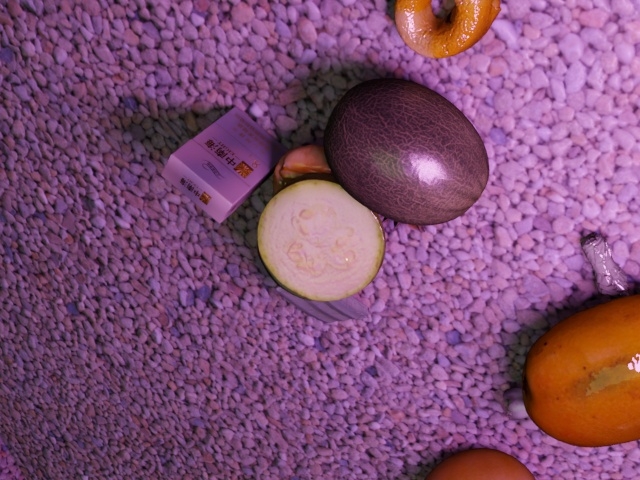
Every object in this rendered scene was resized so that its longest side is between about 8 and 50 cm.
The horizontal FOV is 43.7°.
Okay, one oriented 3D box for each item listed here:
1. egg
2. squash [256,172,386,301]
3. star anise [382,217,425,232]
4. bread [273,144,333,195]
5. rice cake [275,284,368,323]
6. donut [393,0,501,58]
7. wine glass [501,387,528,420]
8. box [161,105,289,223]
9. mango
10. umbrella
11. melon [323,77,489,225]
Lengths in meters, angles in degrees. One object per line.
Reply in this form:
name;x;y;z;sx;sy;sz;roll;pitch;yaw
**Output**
egg;0.344;0.597;1.775;0.250;0.250;0.322;44;137;-3
squash;0.000;0.000;1.540;0.252;0.049;0.252;4;111;10
star anise;0.151;-0.073;1.581;0.129;0.056;0.124;8;121;5
bread;-0.011;-0.059;1.633;0.172;0.121;0.311;13;125;9
rice cake;0.006;0.128;1.713;0.127;0.043;0.237;-8;153;28
donut;0.204;-0.394;1.346;0.190;0.075;0.174;-32;101;38
wine glass;0.463;0.331;1.666;0.155;0.072;0.072;-17;110;33
box;-0.184;-0.155;1.587;0.155;0.243;0.067;38;131;0
mango;0.571;0.222;1.425;0.445;0.232;0.300;-25;138;26
umbrella;0.527;0.055;1.466;0.144;0.062;0.067;61;162;-5
melon;0.154;-0.153;1.416;0.301;0.237;0.237;30;128;1
